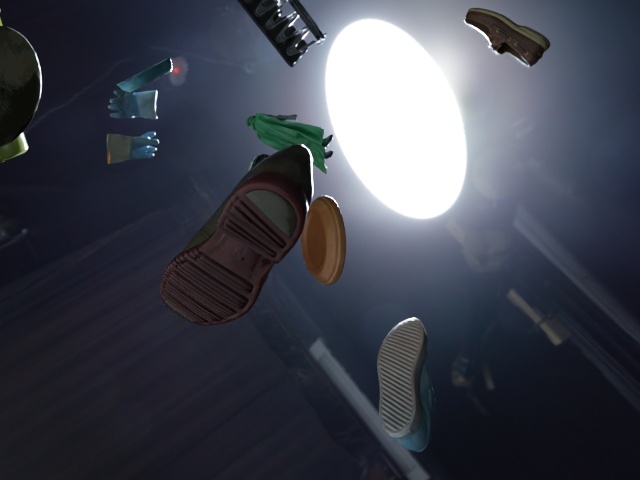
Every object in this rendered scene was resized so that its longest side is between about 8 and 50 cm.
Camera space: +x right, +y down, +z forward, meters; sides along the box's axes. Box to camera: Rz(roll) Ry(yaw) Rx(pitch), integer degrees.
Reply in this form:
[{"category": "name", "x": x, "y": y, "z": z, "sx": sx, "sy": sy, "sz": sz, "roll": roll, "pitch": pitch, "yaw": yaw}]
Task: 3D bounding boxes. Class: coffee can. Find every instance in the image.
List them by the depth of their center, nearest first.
[{"category": "coffee can", "x": -0.650, "y": -0.285, "z": 1.048, "sx": 0.276, "sy": 0.201, "sz": 0.201, "roll": 17, "pitch": -37, "yaw": 13}]

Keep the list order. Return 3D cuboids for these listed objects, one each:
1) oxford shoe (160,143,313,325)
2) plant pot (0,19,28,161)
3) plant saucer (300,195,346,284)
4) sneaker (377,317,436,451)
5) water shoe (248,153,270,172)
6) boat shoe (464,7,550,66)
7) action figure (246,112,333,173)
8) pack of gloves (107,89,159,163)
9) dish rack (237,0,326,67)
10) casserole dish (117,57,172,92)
[{"category": "oxford shoe", "x": -0.108, "y": 0.005, "z": 0.860, "sx": 0.123, "sy": 0.130, "sz": 0.348, "roll": 38, "pitch": -47, "yaw": -13}, {"category": "plant pot", "x": -0.905, "y": -0.348, "z": 1.540, "sx": 0.366, "sy": 0.367, "sz": 0.352, "roll": 15, "pitch": -55, "yaw": 57}, {"category": "plant saucer", "x": 0.000, "y": 0.000, "z": 1.395, "sx": 0.200, "sy": 0.037, "sz": 0.199, "roll": 177, "pitch": -90, "yaw": -67}, {"category": "sneaker", "x": 0.232, "y": 0.375, "z": 1.630, "sx": 0.135, "sy": 0.365, "sz": 0.150, "roll": -16, "pitch": -52, "yaw": 29}, {"category": "water shoe", "x": -0.170, "y": -0.134, "z": 1.691, "sx": 0.080, "sy": 0.073, "sz": 0.203, "roll": -170, "pitch": -93, "yaw": -67}, {"category": "boat shoe", "x": 0.349, "y": -0.393, "z": 1.209, "sx": 0.178, "sy": 0.060, "sz": 0.064, "roll": 36, "pitch": 9, "yaw": 23}, {"category": "action figure", "x": -0.080, "y": -0.254, "z": 1.497, "sx": 0.232, "sy": 0.063, "sz": 0.137, "roll": 24, "pitch": -40, "yaw": 20}, {"category": "pack of gloves", "x": -0.504, "y": -0.317, "z": 1.744, "sx": 0.046, "sy": 0.232, "sz": 0.195, "roll": 9, "pitch": -75, "yaw": 16}, {"category": "dish rack", "x": -0.085, "y": -0.482, "z": 1.347, "sx": 0.208, "sy": 0.074, "sz": 0.271, "roll": 48, "pitch": 0, "yaw": -17}, {"category": "casserole dish", "x": -0.488, "y": -0.462, "z": 1.765, "sx": 0.114, "sy": 0.188, "sz": 0.037, "roll": -12, "pitch": -64, "yaw": 32}]
